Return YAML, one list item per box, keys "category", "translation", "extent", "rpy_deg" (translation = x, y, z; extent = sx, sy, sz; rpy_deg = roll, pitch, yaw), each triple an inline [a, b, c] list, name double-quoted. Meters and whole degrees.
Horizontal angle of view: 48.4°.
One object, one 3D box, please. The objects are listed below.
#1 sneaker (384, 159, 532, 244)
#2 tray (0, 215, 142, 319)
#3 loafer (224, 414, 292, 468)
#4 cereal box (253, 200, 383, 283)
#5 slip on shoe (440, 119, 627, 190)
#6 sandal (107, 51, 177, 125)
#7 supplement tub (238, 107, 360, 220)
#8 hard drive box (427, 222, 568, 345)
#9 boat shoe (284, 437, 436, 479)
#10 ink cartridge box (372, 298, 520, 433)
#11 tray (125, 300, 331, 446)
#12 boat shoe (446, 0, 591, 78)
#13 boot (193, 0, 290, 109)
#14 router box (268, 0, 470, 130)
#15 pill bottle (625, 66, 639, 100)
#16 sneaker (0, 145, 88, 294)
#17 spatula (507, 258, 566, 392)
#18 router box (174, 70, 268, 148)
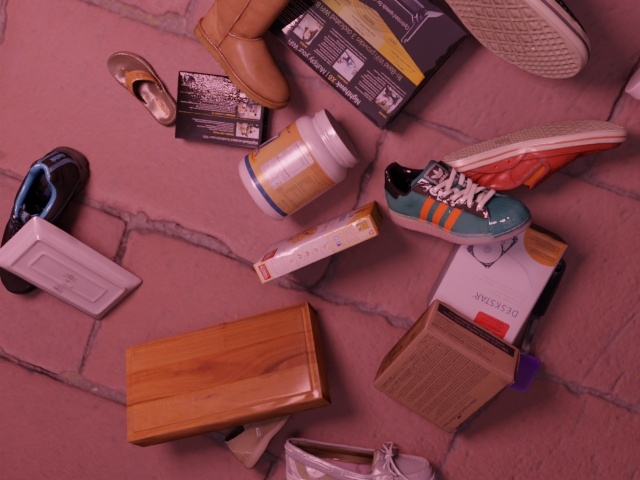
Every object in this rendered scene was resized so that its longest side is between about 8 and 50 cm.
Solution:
- category: "sneaker"
  translation: [0.230, -0.076, 1.279]
  extent: [0.302, 0.108, 0.121]
  rpy_deg: [12, 134, 44]
- category: "tray"
  translation: [-0.513, 0.070, 1.456]
  extent: [0.145, 0.030, 0.270]
  rpy_deg: [-39, 128, 15]
- category: "loafer"
  translation: [-0.121, 0.366, 1.506]
  extent: [0.092, 0.102, 0.268]
  rpy_deg: [29, 105, -6]
- category: "cereal box"
  translation: [0.000, 0.000, 1.372]
  extent: [0.240, 0.173, 0.047]
  rpy_deg: [-23, 99, 11]
- category: "slip on shoe"
  translation: [0.394, -0.149, 1.319]
  extent: [0.331, 0.123, 0.101]
  rpy_deg: [-15, 108, 16]
- category: "sandal"
  translation: [-0.352, -0.303, 1.413]
  extent: [0.072, 0.049, 0.180]
  rpy_deg: [-39, 95, 14]
- category: "supplement tub"
  translation: [-0.040, -0.145, 1.359]
  extent: [0.200, 0.144, 0.144]
  rpy_deg: [-33, 96, 13]
- category: "hard drive box"
  translation: [0.338, 0.063, 1.385]
  extent: [0.181, 0.089, 0.232]
  rpy_deg: [25, 105, 2]
- category: "boat shoe"
  translation: [0.080, 0.474, 1.499]
  extent: [0.321, 0.118, 0.103]
  rpy_deg: [1, 107, 14]
- category: "ink cartridge box"
  translation: [0.241, 0.250, 1.391]
  extent: [0.193, 0.088, 0.234]
  rpy_deg: [32, 134, -1]
- category: "tray"
  translation: [-0.197, 0.275, 1.454]
  extent: [0.411, 0.076, 0.202]
  rpy_deg: [-15, 62, 10]
- category: "boat shoe"
  translation: [0.271, -0.474, 1.193]
  extent: [0.500, 0.187, 0.156]
  rpy_deg: [44, 76, 5]
- category: "boot"
  translation: [-0.086, -0.389, 1.236]
  extent: [0.236, 0.089, 0.269]
  rpy_deg: [43, 132, -5]
- category: "router box"
  translation: [0.083, -0.395, 1.319]
  extent: [0.309, 0.081, 0.243]
  rpy_deg: [42, 104, -3]
- category: "pill bottle"
  translation: [0.652, -0.237, 1.261]
  extent: [0.208, 0.117, 0.117]
  rpy_deg: [36, 104, -1]
- category: "sneaker"
  translation: [-0.598, -0.034, 1.460]
  extent: [0.125, 0.139, 0.340]
  rpy_deg: [25, 106, 0]
- category: "spatula"
  translation: [0.425, 0.171, 1.426]
  extent: [0.084, 0.030, 0.296]
  rpy_deg: [18, 104, 5]
- category: "router box"
  translation: [-0.194, -0.258, 1.404]
  extent: [0.179, 0.046, 0.133]
  rpy_deg: [8, 104, 6]
